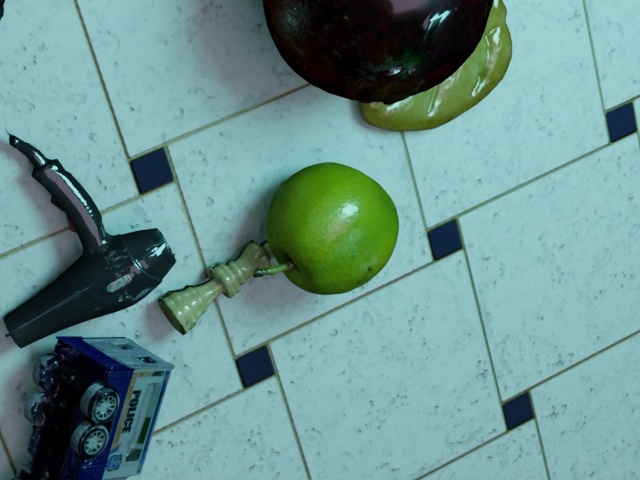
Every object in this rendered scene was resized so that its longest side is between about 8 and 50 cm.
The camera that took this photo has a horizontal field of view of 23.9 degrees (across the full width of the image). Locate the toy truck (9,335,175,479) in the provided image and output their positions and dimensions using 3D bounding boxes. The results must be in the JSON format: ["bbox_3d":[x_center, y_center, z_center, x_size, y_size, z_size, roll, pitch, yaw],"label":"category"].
[{"bbox_3d":[-0.298,0.265,1.952,0.155,0.124,0.268,2,109,-51],"label":"toy truck"}]

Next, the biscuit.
[{"bbox_3d":[0.155,-0.248,2.066,0.260,0.041,0.203,-41,121,-12],"label":"biscuit"}]

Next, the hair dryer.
[{"bbox_3d":[-0.334,-0.015,1.890,0.235,0.091,0.271,-29,106,-5],"label":"hair dryer"}]

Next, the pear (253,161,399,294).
[{"bbox_3d":[0.000,0.000,1.990,0.216,0.166,0.180,-44,139,-28],"label":"pear"}]

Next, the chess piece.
[{"bbox_3d":[-0.131,0.054,2.015,0.172,0.060,0.060,-36,120,-15],"label":"chess piece"}]

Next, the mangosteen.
[{"bbox_3d":[0.069,-0.320,1.861,0.311,0.311,0.311,-9,111,-25],"label":"mangosteen"}]

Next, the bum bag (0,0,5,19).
[{"bbox_3d":[-0.416,-0.230,1.733,0.060,0.123,0.248,34,91,-9],"label":"bum bag"}]
